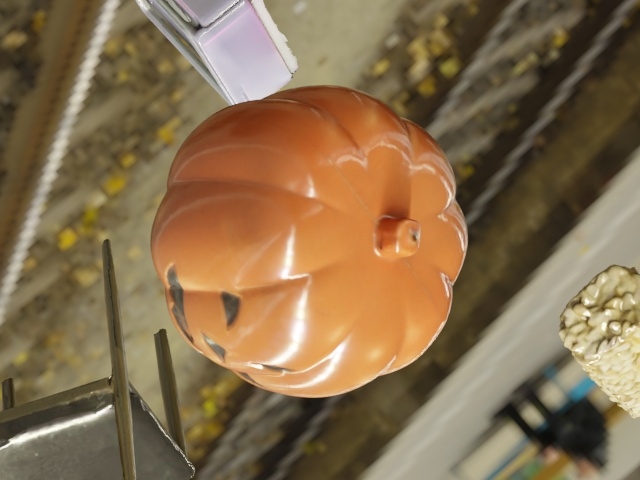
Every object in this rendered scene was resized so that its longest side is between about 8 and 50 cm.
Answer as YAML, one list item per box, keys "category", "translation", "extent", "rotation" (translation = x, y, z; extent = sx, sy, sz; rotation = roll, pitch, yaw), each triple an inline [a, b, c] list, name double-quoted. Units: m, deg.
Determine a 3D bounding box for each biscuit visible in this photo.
- category: "biscuit"
  translation: [0.223, 0.071, 1.421]
  extent: [0.082, 0.070, 0.168]
  rotation: [-39, 152, 5]

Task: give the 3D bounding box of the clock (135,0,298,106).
- category: "clock"
  translation: [-0.115, -0.220, 1.805]
  extent: [0.073, 0.193, 0.144]
  rotation: [-40, 147, -4]

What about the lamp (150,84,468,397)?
- category: "lamp"
  translation: [0.000, 0.000, 1.178]
  extent: [0.187, 0.188, 0.164]
  rotation: [-32, -163, -35]

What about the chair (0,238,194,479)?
- category: "chair"
  translation: [-0.211, 0.171, 1.661]
  extent: [0.188, 0.272, 0.166]
  rotation: [-17, 142, 7]
